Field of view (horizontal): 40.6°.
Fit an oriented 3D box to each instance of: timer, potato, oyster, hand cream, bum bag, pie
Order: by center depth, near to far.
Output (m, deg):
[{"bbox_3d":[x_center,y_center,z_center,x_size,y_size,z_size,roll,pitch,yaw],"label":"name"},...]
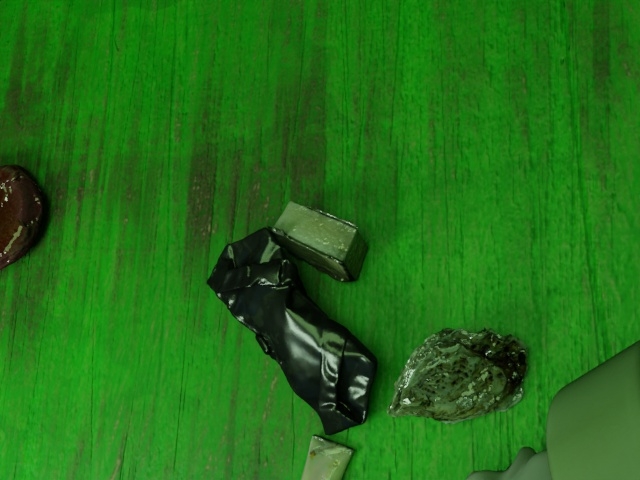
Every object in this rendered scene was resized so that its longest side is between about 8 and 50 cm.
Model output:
[{"bbox_3d":[0.280,0.286,0.919,0.315,0.291,0.290,-29,68,32],"label":"timer"},{"bbox_3d":[0.168,0.168,1.073,0.177,0.064,0.125,-3,91,8],"label":"oyster"},{"bbox_3d":[-0.005,0.326,1.107,0.061,0.039,0.143,13,77,24],"label":"hand cream"},{"bbox_3d":[-0.035,0.113,1.137,0.310,0.074,0.137,48,124,18],"label":"bum bag"},{"bbox_3d":[-0.002,-0.001,1.159,0.122,0.086,0.061,25,73,24],"label":"potato"},{"bbox_3d":[-0.515,-0.035,1.360,0.182,0.049,0.182,-6,70,18],"label":"pie"}]
